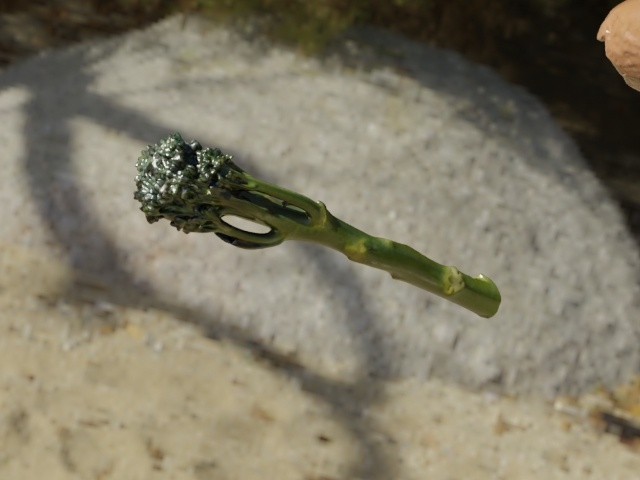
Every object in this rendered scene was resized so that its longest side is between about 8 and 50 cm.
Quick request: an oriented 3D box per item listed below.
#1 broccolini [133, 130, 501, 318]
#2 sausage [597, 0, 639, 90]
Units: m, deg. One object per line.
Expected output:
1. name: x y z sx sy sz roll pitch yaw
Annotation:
1. broccolini: 0.003 -0.005 1.476 0.392 0.079 0.074 23 36 -40
2. sausage: 0.338 -0.173 1.278 0.289 0.086 0.086 -12 -12 41
